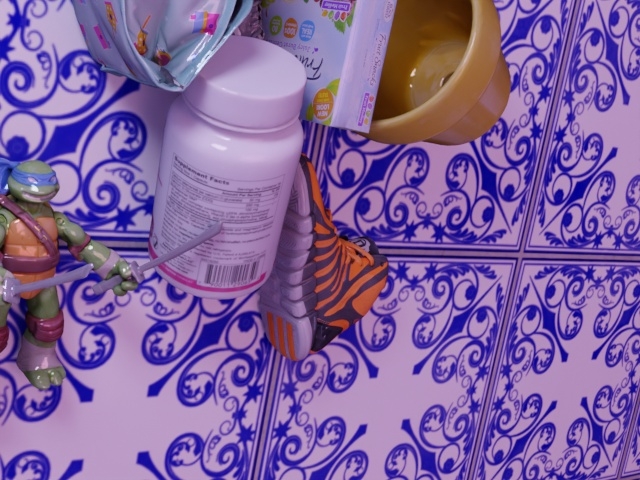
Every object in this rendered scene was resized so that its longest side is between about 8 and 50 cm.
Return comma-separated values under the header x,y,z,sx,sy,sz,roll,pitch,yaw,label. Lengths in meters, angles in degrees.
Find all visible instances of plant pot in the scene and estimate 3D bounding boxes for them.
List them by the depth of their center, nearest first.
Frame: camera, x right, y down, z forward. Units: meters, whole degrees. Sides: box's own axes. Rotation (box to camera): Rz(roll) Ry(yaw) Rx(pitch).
x,y,z,sx,sy,sz,roll,pitch,yaw,label
0.139,-0.238,1.330,0.239,0.254,0.254,19,92,-58,plant pot

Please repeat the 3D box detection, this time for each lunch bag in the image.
x,y,z,sx,sy,sz,roll,pitch,yaw,label
-0.179,-0.295,1.047,0.160,0.223,0.262,-3,108,-32,lunch bag

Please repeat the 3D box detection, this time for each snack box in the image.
x,y,z,sx,sy,sz,roll,pitch,yaw,label
-0.011,-0.236,1.215,0.070,0.207,0.174,5,102,-40,snack box

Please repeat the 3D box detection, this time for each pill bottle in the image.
x,y,z,sx,sy,sz,roll,pitch,yaw,label
-0.109,-0.084,1.159,0.160,0.160,0.283,-15,137,-35,pill bottle

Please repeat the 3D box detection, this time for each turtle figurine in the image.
x,y,z,sx,sy,sz,roll,pitch,yaw,label
-0.292,0.067,1.072,0.198,0.274,0.266,-65,177,-65,turtle figurine

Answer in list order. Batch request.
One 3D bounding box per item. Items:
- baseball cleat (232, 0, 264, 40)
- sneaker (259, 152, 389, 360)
x,y,z,sx,sy,sz,roll,pitch,yaw,label
-0.086,-0.265,1.210,0.206,0.109,0.072,-65,166,6,baseball cleat
0.000,0.000,1.377,0.180,0.124,0.321,-27,131,-35,sneaker
